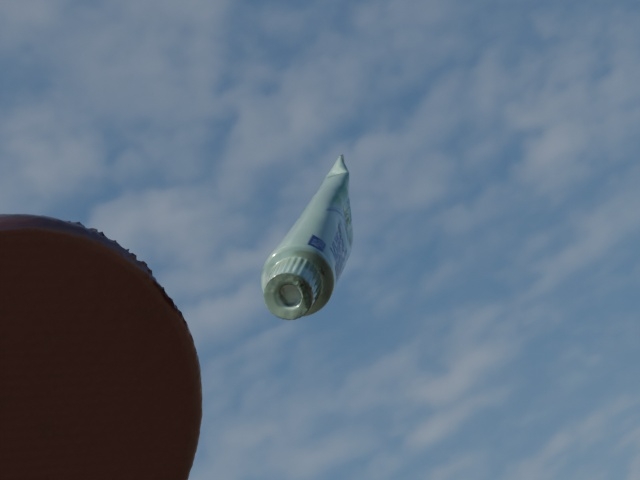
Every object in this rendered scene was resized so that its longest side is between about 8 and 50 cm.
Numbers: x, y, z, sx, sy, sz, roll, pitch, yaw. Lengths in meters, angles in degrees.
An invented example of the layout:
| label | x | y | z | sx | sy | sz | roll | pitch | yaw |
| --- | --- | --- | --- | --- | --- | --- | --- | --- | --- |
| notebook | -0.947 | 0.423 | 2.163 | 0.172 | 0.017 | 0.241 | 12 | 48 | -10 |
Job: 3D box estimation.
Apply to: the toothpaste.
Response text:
| label | x | y | z | sx | sy | sz | roll | pitch | yaw |
| --- | --- | --- | --- | --- | --- | --- | --- | --- | --- |
| toothpaste | 0.000 | 0.000 | 1.005 | 0.048 | 0.074 | 0.297 | -4 | 13 | 9 |

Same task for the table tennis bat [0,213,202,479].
| label | x | y | z | sx | sy | sz | roll | pitch | yaw |
| --- | --- | --- | --- | --- | --- | --- | --- | --- | --- |
| table tennis bat | -0.209 | 0.177 | 0.877 | 0.268 | 0.051 | 0.414 | 0 | -67 | -28 |
